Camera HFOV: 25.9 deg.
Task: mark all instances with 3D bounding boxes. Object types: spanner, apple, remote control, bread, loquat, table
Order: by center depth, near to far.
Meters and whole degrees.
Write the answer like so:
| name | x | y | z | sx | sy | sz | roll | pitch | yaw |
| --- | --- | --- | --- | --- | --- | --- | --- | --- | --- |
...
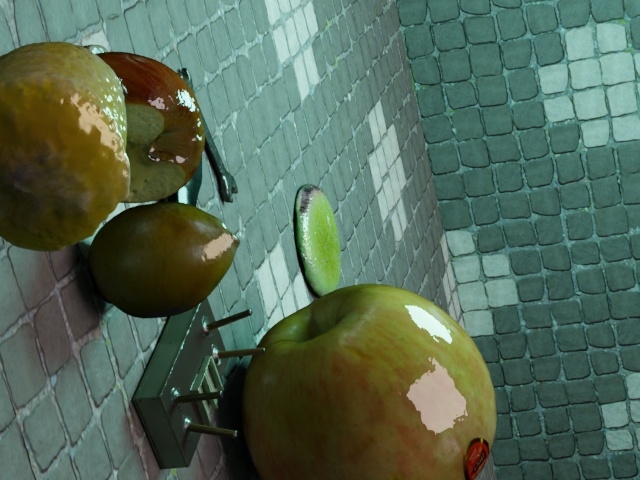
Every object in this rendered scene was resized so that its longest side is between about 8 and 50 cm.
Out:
| name | x | y | z | sx | sy | sz | roll | pitch | yaw |
| --- | --- | --- | --- | --- | --- | --- | --- | --- | --- |
| bread | -0.290 | -0.102 | 1.458 | 0.170 | 0.197 | 0.197 | -87 | 162 | -55 |
| apple | -0.233 | -0.141 | 1.674 | 0.195 | 0.173 | 0.160 | 67 | 24 | -49 |
| loquat | -0.191 | 0.022 | 1.707 | 0.152 | 0.195 | 0.152 | 60 | 15 | -27 |
| table | -0.154 | 0.183 | 1.888 | 0.240 | 0.111 | 0.121 | -73 | 151 | -56 |
| remote control | -0.198 | -0.094 | 2.001 | 0.072 | 0.042 | 0.221 | 47 | 37 | -59 |
| apple | 0.066 | 0.252 | 2.147 | 0.391 | 0.392 | 0.346 | -69 | 139 | -59 |
| spanner | -0.176 | -0.162 | 2.158 | 0.054 | 0.015 | 0.254 | -79 | 155 | -48 |
| bread | 0.000 | 0.000 | 2.647 | 0.228 | 0.034 | 0.228 | -10 | 90 | -74 |

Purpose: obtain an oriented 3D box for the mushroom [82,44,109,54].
| name | x | y | z | sx | sy | sz | roll | pitch | yaw |
| --- | --- | --- | --- | --- | --- | --- | --- | --- | --- |
| mushroom | -0.284 | -0.227 | 1.816 | 0.101 | 0.019 | 0.049 | 40 | 44 | -65 |
